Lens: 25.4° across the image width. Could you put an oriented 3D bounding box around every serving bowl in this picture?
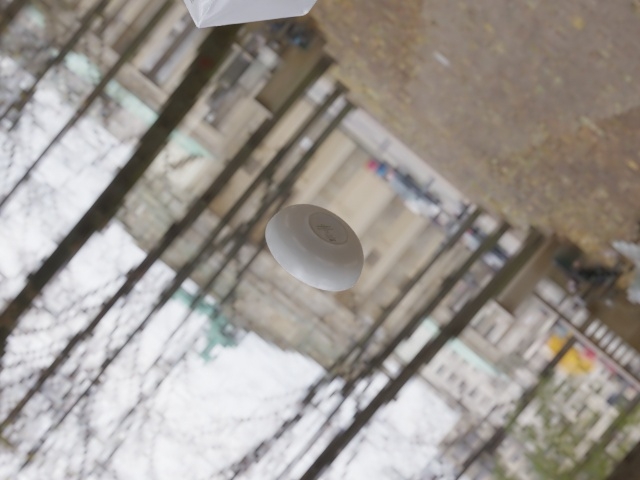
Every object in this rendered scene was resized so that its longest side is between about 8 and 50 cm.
[{"bbox_3d":[0.000,0.000,1.103,0.083,0.027,0.083,22,-143,-17],"label":"serving bowl"}]

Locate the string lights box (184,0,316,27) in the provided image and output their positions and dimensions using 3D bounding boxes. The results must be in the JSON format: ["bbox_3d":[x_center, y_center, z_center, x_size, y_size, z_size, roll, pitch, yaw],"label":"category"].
[{"bbox_3d":[-0.061,-0.253,0.721,0.076,0.133,0.260,-14,-112,-37],"label":"string lights box"}]
